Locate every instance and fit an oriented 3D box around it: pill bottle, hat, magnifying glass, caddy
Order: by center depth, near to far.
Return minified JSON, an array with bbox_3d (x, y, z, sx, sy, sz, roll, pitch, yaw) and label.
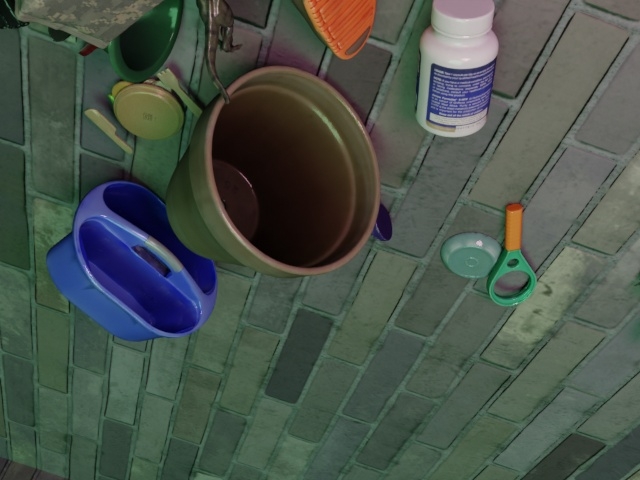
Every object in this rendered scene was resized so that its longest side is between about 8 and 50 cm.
[{"bbox_3d":[0.194,-0.252,1.092,0.111,0.112,0.187,8,137,9],"label":"pill bottle"},{"bbox_3d":[-0.330,-0.342,1.149,0.183,0.173,0.209,25,116,16],"label":"hat"},{"bbox_3d":[0.348,0.031,1.387,0.092,0.026,0.231,-11,128,-1],"label":"magnifying glass"},{"bbox_3d":[-0.348,0.045,1.474,0.179,0.241,0.341,-20,127,38],"label":"caddy"}]

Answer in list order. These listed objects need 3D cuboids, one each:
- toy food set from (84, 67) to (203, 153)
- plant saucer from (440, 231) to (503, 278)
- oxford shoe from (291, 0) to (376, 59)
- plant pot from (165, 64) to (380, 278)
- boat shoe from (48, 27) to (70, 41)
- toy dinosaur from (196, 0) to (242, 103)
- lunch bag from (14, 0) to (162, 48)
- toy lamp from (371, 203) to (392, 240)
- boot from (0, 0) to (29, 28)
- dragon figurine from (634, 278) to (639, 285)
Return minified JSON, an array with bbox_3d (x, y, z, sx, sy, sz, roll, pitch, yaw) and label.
[{"bbox_3d":[-0.299,-0.230,1.329,0.192,0.039,0.132,-19,134,25],"label":"toy food set"},{"bbox_3d":[0.282,0.034,1.426,0.119,0.021,0.119,9,137,8],"label":"plant saucer"},{"bbox_3d":[-0.030,-0.404,1.029,0.132,0.130,0.364,26,157,41],"label":"oxford shoe"},{"bbox_3d":[-0.109,-0.081,1.251,0.323,0.323,0.280,39,148,-22],"label":"plant pot"},{"bbox_3d":[-0.405,-0.361,1.219,0.049,0.042,0.133,34,136,-20],"label":"boat shoe"},{"bbox_3d":[-0.150,-0.326,1.097,0.063,0.118,0.268,-4,95,-2],"label":"toy dinosaur"},{"bbox_3d":[-0.274,-0.433,0.948,0.235,0.287,0.168,-23,161,32],"label":"lunch bag"},{"bbox_3d":[0.000,0.000,1.439,0.274,0.080,0.080,-15,129,28],"label":"toy lamp"},{"bbox_3d":[-0.493,-0.387,1.215,0.121,0.045,0.099,7,134,21],"label":"boot"},{"bbox_3d":[0.642,0.154,1.391,0.143,0.085,0.289,1,134,16],"label":"dragon figurine"}]
